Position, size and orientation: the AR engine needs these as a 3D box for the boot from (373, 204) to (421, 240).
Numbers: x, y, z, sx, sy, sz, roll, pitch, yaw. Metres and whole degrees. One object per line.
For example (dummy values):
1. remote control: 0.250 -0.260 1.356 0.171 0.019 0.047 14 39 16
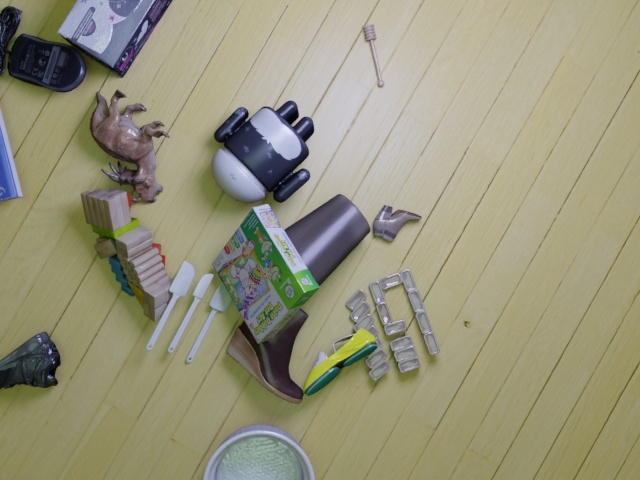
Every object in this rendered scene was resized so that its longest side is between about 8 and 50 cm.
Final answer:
1. boot: 0.196 -0.040 1.960 0.119 0.042 0.086 16 96 -3

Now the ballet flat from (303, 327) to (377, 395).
1. ballet flat: 0.039 0.305 1.927 0.231 0.077 0.077 -36 64 0

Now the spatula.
1. spatula: -0.328 0.189 1.903 0.168 0.019 0.242 27 89 -36

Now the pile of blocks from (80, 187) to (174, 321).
1. pile of blocks: -0.469 0.023 1.892 0.113 0.149 0.362 -35 107 -45

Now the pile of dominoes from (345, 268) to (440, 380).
1. pile of dominoes: 0.186 0.224 1.974 0.196 0.040 0.251 -19 85 0

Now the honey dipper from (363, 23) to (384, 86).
1. honey dipper: 0.142 -0.478 1.952 0.031 0.030 0.160 -14 97 -4

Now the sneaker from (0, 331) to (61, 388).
1. sneaker: -0.747 0.343 1.873 0.228 0.087 0.130 -36 87 -8

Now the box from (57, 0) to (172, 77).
1. box: -0.501 -0.557 1.844 0.163 0.142 0.247 32 88 -4

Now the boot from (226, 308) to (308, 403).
1. boot: -0.094 0.273 1.916 0.248 0.090 0.207 40 90 0

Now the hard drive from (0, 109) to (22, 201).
1. hard drive: -0.877 -0.239 1.856 0.210 0.040 0.318 -13 92 8

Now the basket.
1. basket: 0.000 0.000 1.886 0.227 0.204 0.154 -40 132 -11

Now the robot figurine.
1. robot figurine: -0.141 -0.219 1.866 0.278 0.209 0.173 -44 136 -3

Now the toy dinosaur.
1. toy dinosaur: -0.495 -0.242 1.866 0.296 0.127 0.200 43 95 2

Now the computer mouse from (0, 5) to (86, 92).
1. computer mouse: -0.696 -0.453 1.874 0.272 0.072 0.188 23 91 8

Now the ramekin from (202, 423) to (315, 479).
1. ramekin: -0.155 0.600 1.897 0.277 0.135 0.277 0 91 -5

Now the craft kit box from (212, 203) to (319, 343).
1. craft kit box: -0.139 0.084 1.813 0.061 0.250 0.246 -19 67 -44
